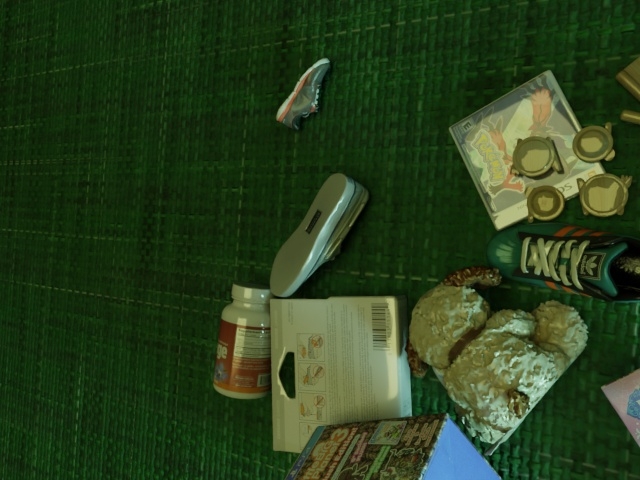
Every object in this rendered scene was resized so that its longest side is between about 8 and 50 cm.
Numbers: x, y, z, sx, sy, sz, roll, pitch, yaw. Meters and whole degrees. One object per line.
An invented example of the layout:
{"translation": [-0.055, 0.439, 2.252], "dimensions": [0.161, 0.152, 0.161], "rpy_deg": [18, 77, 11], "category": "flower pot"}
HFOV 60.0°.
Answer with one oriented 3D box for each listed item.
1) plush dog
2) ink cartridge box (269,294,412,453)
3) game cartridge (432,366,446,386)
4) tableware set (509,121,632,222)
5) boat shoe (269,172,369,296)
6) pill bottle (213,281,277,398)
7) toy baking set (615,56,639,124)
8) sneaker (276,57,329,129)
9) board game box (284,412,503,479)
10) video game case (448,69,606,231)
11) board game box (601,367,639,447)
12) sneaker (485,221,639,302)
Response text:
{"translation": [0.233, 0.166, 0.839], "dimensions": [0.225, 0.210, 0.262], "rpy_deg": [41, 109, 27], "category": "plush dog"}
{"translation": [0.035, 0.251, 1.032], "dimensions": [0.261, 0.066, 0.296], "rpy_deg": [-3, 86, 28], "category": "ink cartridge box"}
{"translation": [0.220, 0.211, 0.958], "dimensions": [0.056, 0.017, 0.083], "rpy_deg": [-33, 72, 30], "category": "game cartridge"}
{"translation": [0.378, -0.100, 0.846], "dimensions": [0.169, 0.020, 0.141], "rpy_deg": [-7, 86, 29], "category": "tableware set"}
{"translation": [0.000, 0.000, 1.059], "dimensions": [0.096, 0.088, 0.267], "rpy_deg": [39, 103, 51], "category": "boat shoe"}
{"translation": [-0.145, 0.197, 1.118], "dimensions": [0.121, 0.121, 0.216], "rpy_deg": [8, 92, 31], "category": "pill bottle"}
{"translation": [0.555, -0.225, 0.764], "dimensions": [0.256, 0.030, 0.196], "rpy_deg": [30, 103, 29], "category": "toy baking set"}
{"translation": [-0.022, -0.290, 1.113], "dimensions": [0.065, 0.061, 0.158], "rpy_deg": [39, 110, -2], "category": "sneaker"}
{"translation": [0.120, 0.403, 0.835], "dimensions": [0.291, 0.141, 0.232], "rpy_deg": [-25, 108, 46], "category": "board game box"}
{"translation": [0.330, -0.143, 0.901], "dimensions": [0.183, 0.023, 0.201], "rpy_deg": [-29, 74, 27], "category": "video game case"}
{"translation": [0.546, 0.232, 0.599], "dimensions": [0.319, 0.066, 0.318], "rpy_deg": [-40, 60, 26], "category": "board game box"}
{"translation": [0.383, 0.028, 0.804], "dimensions": [0.302, 0.121, 0.108], "rpy_deg": [6, 91, 32], "category": "sneaker"}
